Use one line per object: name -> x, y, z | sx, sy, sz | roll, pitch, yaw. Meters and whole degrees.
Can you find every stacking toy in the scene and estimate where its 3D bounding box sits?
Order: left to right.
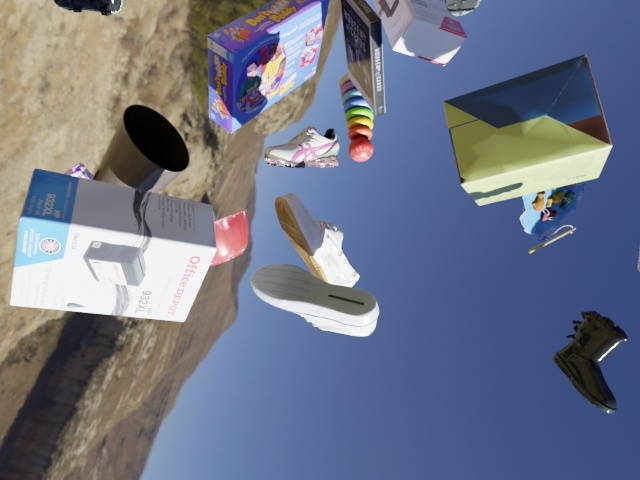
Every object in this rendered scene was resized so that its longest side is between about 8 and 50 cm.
stacking toy -> 0.146, -0.447, 1.805 | 0.141, 0.141, 0.330 | 143, -52, -63

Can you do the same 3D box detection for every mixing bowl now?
mixing bowl -> -0.246, 0.001, 1.195 | 0.098, 0.181, 0.181 | 69, -14, -7

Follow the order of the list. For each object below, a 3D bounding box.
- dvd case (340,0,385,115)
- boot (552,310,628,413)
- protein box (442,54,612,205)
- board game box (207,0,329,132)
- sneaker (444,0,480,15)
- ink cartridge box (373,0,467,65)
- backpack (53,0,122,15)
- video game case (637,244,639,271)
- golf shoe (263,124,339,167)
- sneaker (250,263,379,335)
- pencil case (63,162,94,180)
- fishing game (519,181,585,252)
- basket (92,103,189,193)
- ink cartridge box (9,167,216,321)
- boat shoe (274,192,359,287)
dvd case -> 0.096, -0.428, 1.114 | 0.239, 0.029, 0.179 | 76, -8, -53
boot -> 0.394, 0.166, 0.696 | 0.099, 0.045, 0.121 | -61, -154, 21
protein box -> 0.321, -0.156, 0.775 | 0.199, 0.201, 0.136 | -13, -101, 24
board game box -> -0.126, -0.451, 1.215 | 0.347, 0.078, 0.233 | -45, 164, -33
sneaker -> 0.282, -0.590, 0.997 | 0.267, 0.101, 0.106 | 63, 11, -54
ink cartridge box -> 0.247, -0.582, 1.264 | 0.100, 0.172, 0.237 | -50, -136, 47
backpack -> -0.559, -0.656, 1.168 | 0.144, 0.165, 0.188 | 58, -39, 36
video game case -> 0.756, -0.029, 1.013 | 0.022, 0.173, 0.190 | -78, 161, -68
golf shoe -> -0.039, -0.187, 0.986 | 0.067, 0.186, 0.086 | 13, -72, 43
sneaker -> -0.016, 0.121, 0.921 | 0.094, 0.258, 0.091 | -52, 149, -39
pencil case -> -0.576, -0.108, 1.273 | 0.088, 0.206, 0.086 | -19, -145, 33
fishing game -> 0.491, -0.091, 1.019 | 0.041, 0.189, 0.264 | 46, -28, 50
basket -> -0.445, -0.171, 1.182 | 0.227, 0.154, 0.204 | -42, -111, 30
ink cartridge box -> -0.370, 0.023, 0.896 | 0.223, 0.307, 0.129 | -58, -146, 35
boat shoe -> 0.000, 0.000, 1.033 | 0.096, 0.277, 0.098 | -39, -146, -14
